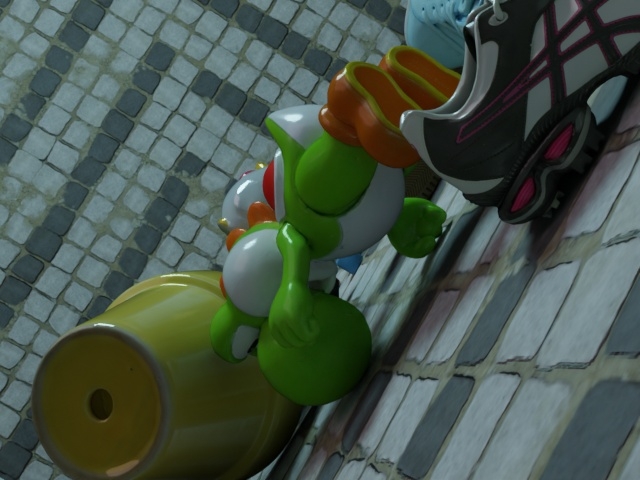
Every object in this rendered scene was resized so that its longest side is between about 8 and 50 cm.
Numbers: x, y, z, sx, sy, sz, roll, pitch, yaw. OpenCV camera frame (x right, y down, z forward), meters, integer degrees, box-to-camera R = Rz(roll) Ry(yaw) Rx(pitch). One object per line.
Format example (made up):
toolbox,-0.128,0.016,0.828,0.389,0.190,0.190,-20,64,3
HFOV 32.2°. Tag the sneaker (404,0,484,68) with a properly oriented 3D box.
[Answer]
sneaker,0.168,-0.247,1.137,0.150,0.135,0.366,-58,8,-26

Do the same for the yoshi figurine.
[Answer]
yoshi figurine,0.024,0.016,1.024,0.362,0.204,0.203,-58,25,35

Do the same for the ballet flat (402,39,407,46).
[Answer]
ballet flat,0.131,-0.179,1.594,0.096,0.095,0.280,-86,15,-58

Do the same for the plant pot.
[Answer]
plant pot,-0.175,0.161,1.194,0.254,0.254,0.239,-58,-19,12

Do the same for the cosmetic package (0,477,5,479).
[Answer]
cosmetic package,-0.418,0.547,1.294,0.393,0.329,0.327,-58,5,23

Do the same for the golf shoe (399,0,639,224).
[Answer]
golf shoe,0.166,-0.145,0.743,0.272,0.120,0.105,-57,3,7

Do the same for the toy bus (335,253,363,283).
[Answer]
toy bus,-0.041,0.085,1.587,0.191,0.104,0.202,-62,6,-34

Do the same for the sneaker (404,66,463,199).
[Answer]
sneaker,0.095,-0.106,1.362,0.282,0.099,0.153,-54,7,-20

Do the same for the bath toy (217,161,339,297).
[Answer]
bath toy,-0.038,0.001,1.299,0.129,0.151,0.348,-51,-17,-13
